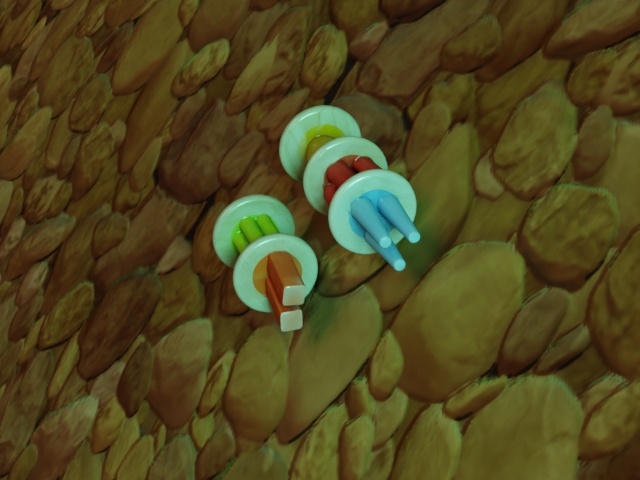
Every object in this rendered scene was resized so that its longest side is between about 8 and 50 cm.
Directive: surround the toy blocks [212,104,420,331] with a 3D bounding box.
[{"bbox_3d":[0.000,0.000,1.036,0.123,0.054,0.148,-53,29,11],"label":"toy blocks"}]
